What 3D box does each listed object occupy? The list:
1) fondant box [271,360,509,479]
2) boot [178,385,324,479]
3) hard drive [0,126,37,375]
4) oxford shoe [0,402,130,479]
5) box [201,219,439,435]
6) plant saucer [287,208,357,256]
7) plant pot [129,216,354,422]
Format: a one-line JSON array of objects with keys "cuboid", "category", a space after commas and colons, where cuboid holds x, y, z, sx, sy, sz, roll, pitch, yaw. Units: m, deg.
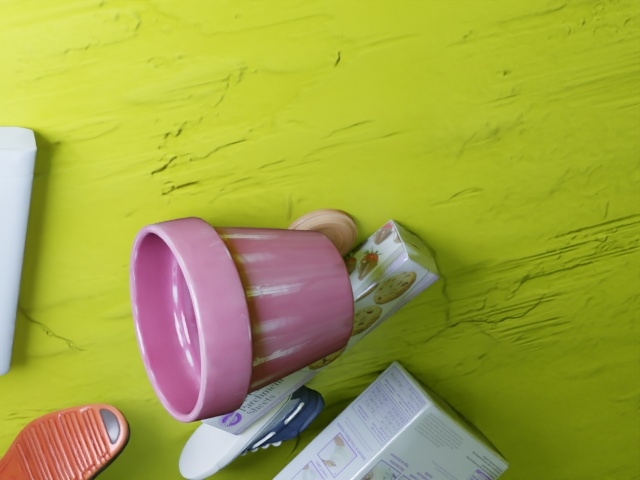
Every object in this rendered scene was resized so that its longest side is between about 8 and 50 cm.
[{"cuboid": [0.060, 0.340, 1.528, 0.330, 0.096, 0.238, -45, 136, 2], "category": "fondant box"}, {"cuboid": [-0.083, 0.241, 1.438, 0.190, 0.069, 0.086, -41, 132, 19], "category": "boot"}, {"cuboid": [-0.386, 0.021, 1.102, 0.203, 0.040, 0.307, -1, 134, -22], "category": "hard drive"}, {"cuboid": [-0.315, 0.271, 1.374, 0.271, 0.096, 0.098, -32, 156, 21], "category": "oxford shoe"}, {"cuboid": [-0.010, 0.104, 1.329, 0.324, 0.063, 0.067, -39, 135, 19], "category": "box"}, {"cuboid": [0.000, 0.000, 1.260, 0.084, 0.013, 0.083, -12, 139, -11], "category": "plant saucer"}, {"cuboid": [-0.074, 0.066, 1.170, 0.180, 0.201, 0.201, -11, 139, -26], "category": "plant pot"}]
